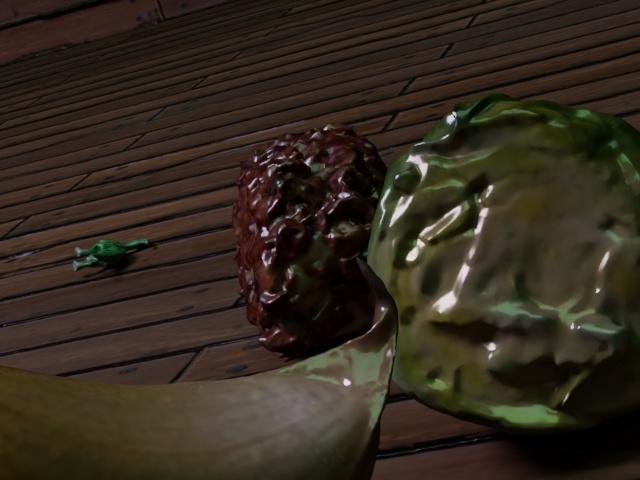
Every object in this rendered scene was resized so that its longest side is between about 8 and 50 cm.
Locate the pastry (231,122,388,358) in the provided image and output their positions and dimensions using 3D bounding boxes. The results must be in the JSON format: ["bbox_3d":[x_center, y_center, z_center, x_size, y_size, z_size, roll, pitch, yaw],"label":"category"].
[{"bbox_3d":[0.000,-0.002,0.906,0.097,0.115,0.208,-7,13,-5],"label":"pastry"}]

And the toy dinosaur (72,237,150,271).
[{"bbox_3d":[-0.152,0.010,1.188,0.062,0.021,0.083,-11,11,-22],"label":"toy dinosaur"}]

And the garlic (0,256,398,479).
[{"bbox_3d":[-0.060,0.102,0.617,0.207,0.128,0.115,-9,-34,-23],"label":"garlic"}]

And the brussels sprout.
[{"bbox_3d":[0.101,0.015,0.700,0.149,0.151,0.122,-40,-21,15],"label":"brussels sprout"}]
